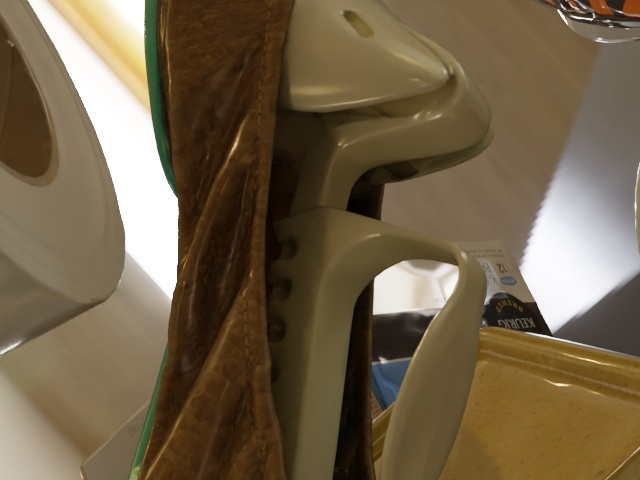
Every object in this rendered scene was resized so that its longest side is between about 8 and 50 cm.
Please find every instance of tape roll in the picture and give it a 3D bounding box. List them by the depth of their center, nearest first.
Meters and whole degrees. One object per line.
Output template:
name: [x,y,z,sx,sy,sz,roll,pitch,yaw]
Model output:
tape roll: [-0.214,-0.073,0.796,0.100,0.286,0.286,-28,11,11]

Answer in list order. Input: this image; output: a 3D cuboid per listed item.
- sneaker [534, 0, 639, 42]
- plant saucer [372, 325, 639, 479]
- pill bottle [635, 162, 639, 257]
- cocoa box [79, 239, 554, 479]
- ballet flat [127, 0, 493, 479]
sneaker: [0.169,-0.174,0.844,0.321,0.180,0.124,0,76,59]
plant saucer: [0.055,0.152,0.699,0.333,0.081,0.333,-40,13,-12]
pill bottle: [0.279,-0.019,0.632,0.278,0.162,0.162,-8,31,45]
cocoa box: [0.016,0.187,1.248,0.231,0.228,0.347,-1,-33,-45]
ballet flat: [0.000,0.000,0.568,0.124,0.116,0.342,-10,62,28]
